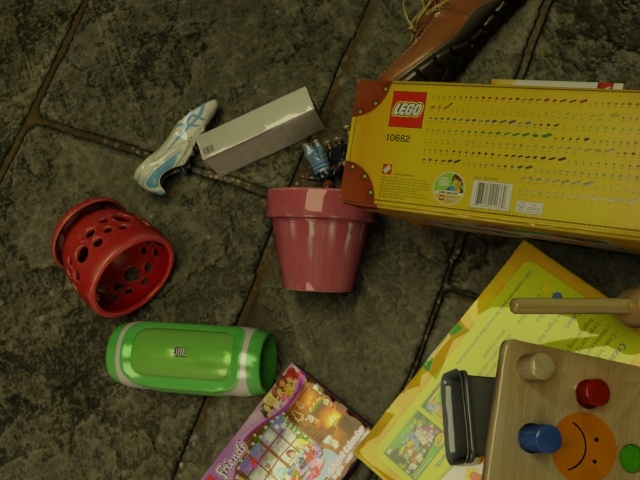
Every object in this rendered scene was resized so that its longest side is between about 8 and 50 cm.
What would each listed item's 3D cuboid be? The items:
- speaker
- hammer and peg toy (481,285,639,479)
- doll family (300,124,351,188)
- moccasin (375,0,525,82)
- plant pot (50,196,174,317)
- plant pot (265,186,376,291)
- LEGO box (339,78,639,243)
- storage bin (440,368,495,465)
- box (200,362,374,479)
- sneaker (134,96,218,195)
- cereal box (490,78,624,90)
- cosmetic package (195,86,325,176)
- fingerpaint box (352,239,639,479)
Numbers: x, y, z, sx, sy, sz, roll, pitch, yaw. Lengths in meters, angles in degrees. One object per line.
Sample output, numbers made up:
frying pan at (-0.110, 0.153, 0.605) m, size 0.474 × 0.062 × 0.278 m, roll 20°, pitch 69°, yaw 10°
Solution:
speaker at (-0.236, 0.216, 1.447) m, size 0.296 × 0.131 × 0.131 m, roll 1°, pitch 74°, yaw 14°
hammer and peg toy at (0.353, 0.228, 1.080) m, size 0.266 × 0.127 × 0.361 m, roll 12°, pitch 77°, yaw -7°
doll family at (0.054, -0.159, 1.518) m, size 0.193 × 0.076 × 0.111 m, roll -25°, pitch 74°, yaw 11°
moccasin at (0.238, -0.415, 1.510) m, size 0.147 × 0.139 × 0.380 m, roll 40°, pitch 86°, yaw 22°
plant pot at (-0.407, 0.026, 1.518) m, size 0.174 × 0.191 × 0.191 m, roll 37°, pitch 85°, yaw 29°
plant pot at (0.000, 0.000, 1.428) m, size 0.201 × 0.201 × 0.180 m, roll 2°, pitch 90°, yaw 15°
LEGO box at (0.339, -0.100, 1.200) m, size 0.500 × 0.372 × 0.193 m, roll 9°, pitch 90°, yaw 29°
storage bin at (0.236, 0.262, 1.166) m, size 0.091 × 0.098 × 0.135 m, roll 3°, pitch 71°, yaw -13°
box at (-0.060, 0.392, 1.385) m, size 0.201 × 0.057 × 0.293 m, roll 36°, pitch 85°, yaw 21°
sneaker at (-0.280, -0.192, 1.612) m, size 0.086 × 0.085 × 0.237 m, roll 39°, pitch 82°, yaw -5°
cereal box at (0.414, -0.205, 1.430) m, size 0.240 × 0.047 × 0.173 m, roll 7°, pitch 74°, yaw 28°
cosmetic package at (-0.117, -0.214, 1.561) m, size 0.239 × 0.099 × 0.060 m, roll -24°, pitch 67°, yaw 6°
fingerpaint box at (0.341, 0.292, 1.259) m, size 0.371 × 0.163 × 0.445 m, roll 37°, pitch 86°, yaw 22°
